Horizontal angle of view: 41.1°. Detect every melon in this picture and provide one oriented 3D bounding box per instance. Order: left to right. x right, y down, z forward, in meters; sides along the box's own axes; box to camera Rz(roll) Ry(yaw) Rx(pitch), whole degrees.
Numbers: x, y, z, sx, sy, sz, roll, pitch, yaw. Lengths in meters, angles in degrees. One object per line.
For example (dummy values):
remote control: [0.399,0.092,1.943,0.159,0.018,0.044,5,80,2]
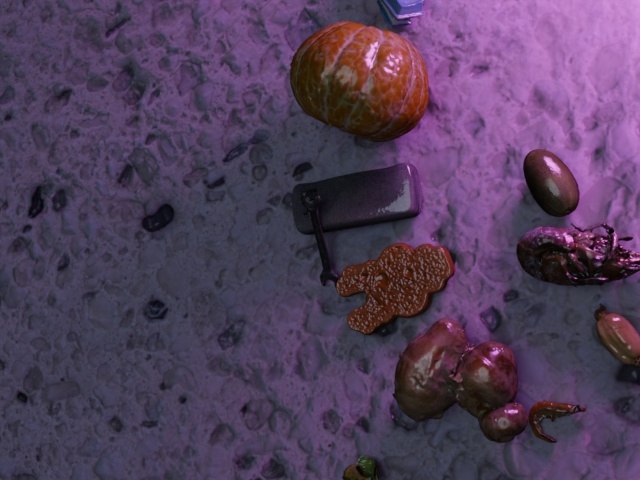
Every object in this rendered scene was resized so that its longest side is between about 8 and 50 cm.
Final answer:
melon: [0.498,-0.127,1.848,0.099,0.099,0.162,-32,70,20]

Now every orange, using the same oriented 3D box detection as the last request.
orange: [0.090,-0.364,1.946,0.329,0.329,0.249,19,91,26]

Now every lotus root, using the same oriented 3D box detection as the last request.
lotus root: [0.621,0.200,1.778,0.150,0.062,0.073,57,131,21]

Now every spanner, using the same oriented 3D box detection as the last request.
spanner: [0.000,0.000,2.063,0.054,0.015,0.254,-4,112,26]

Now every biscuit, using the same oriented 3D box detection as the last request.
biscuit: [0.179,0.104,2.015,0.295,0.044,0.186,-22,80,24]

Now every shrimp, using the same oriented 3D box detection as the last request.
shrimp: [0.512,0.387,1.834,0.127,0.025,0.091,-17,78,28]
shrimp: [0.582,0.026,1.785,0.343,0.116,0.145,2,100,26]

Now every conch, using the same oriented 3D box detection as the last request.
conch: [0.100,0.547,1.994,0.121,0.074,0.089,-19,55,62]

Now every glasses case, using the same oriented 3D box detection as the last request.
glasses case: [0.085,-0.097,2.061,0.323,0.074,0.131,-9,80,25]

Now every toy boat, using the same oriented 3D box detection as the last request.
toy boat: [0.164,-0.614,2.067,0.238,0.109,0.098,65,156,24]

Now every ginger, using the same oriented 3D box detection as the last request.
ginger: [0.317,0.308,1.864,0.304,0.155,0.245,16,91,27]
